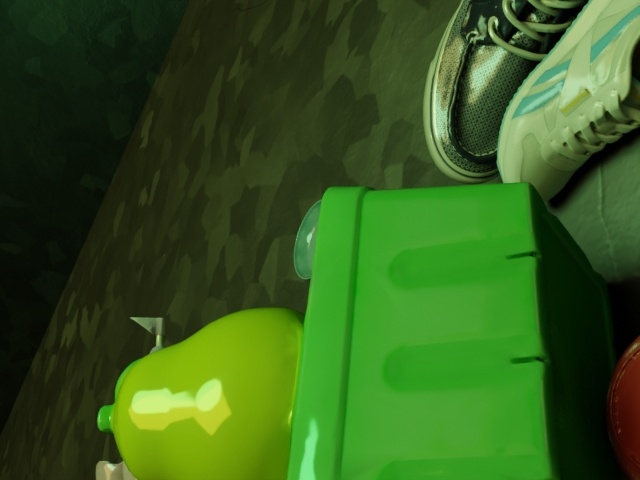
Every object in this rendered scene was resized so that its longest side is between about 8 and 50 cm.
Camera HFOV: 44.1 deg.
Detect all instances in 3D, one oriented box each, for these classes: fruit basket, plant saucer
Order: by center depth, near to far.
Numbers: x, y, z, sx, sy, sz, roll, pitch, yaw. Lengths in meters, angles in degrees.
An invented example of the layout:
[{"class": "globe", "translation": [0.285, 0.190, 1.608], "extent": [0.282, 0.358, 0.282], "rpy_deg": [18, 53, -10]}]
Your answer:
[{"class": "fruit basket", "translation": [0.031, 0.151, 0.623], "extent": [0.392, 0.283, 0.392], "rpy_deg": [-24, 45, 27]}, {"class": "plant saucer", "translation": [0.000, 0.000, 1.130], "extent": [0.119, 0.021, 0.119], "rpy_deg": [-40, 41, 48]}]

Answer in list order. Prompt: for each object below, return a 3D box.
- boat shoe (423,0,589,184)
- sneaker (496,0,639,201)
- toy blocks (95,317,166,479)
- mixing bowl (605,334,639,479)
[{"class": "boat shoe", "translation": [0.195, -0.220, 0.737], "extent": [0.158, 0.127, 0.340], "rpy_deg": [-174, 102, -88]}, {"class": "sneaker", "translation": [0.237, -0.122, 0.688], "extent": [0.228, 0.087, 0.092], "rpy_deg": [-61, 31, 25]}, {"class": "toy blocks", "translation": [-0.058, 0.216, 0.807], "extent": [0.309, 0.289, 0.260], "rpy_deg": [148, 128, -59]}, {"class": "mixing bowl", "translation": [0.253, 0.113, 0.506], "extent": [0.181, 0.098, 0.181], "rpy_deg": [-41, 39, 46]}]
